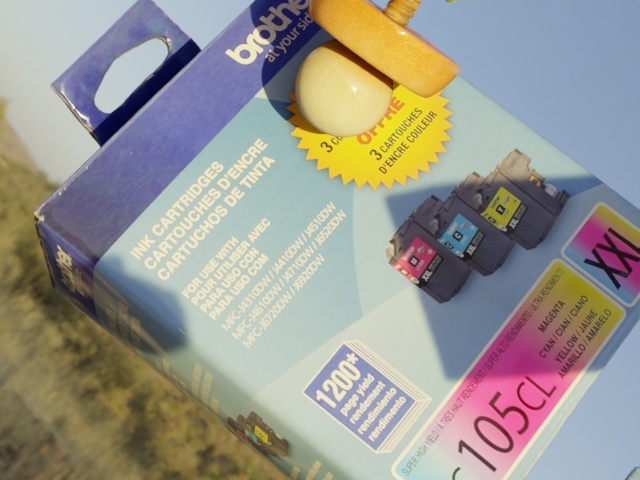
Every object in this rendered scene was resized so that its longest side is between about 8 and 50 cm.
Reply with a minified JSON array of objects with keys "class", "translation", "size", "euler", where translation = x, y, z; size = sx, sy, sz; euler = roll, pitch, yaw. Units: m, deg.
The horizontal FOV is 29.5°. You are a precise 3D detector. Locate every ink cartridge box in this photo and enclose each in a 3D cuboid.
[{"class":"ink cartridge box","translation":[0.000,0.000,0.823],"size":[0.395,0.270,0.151],"euler":[37,-22,10]}]

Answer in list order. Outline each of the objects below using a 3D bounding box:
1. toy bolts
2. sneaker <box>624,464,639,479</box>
[{"class":"toy bolts","translation":[-0.022,-0.173,0.689],"size":[0.228,0.158,0.218],"euler":[41,11,15]},{"class":"sneaker","translation":[0.262,0.186,0.921],"size":[0.053,0.144,0.059],"euler":[32,16,38]}]
